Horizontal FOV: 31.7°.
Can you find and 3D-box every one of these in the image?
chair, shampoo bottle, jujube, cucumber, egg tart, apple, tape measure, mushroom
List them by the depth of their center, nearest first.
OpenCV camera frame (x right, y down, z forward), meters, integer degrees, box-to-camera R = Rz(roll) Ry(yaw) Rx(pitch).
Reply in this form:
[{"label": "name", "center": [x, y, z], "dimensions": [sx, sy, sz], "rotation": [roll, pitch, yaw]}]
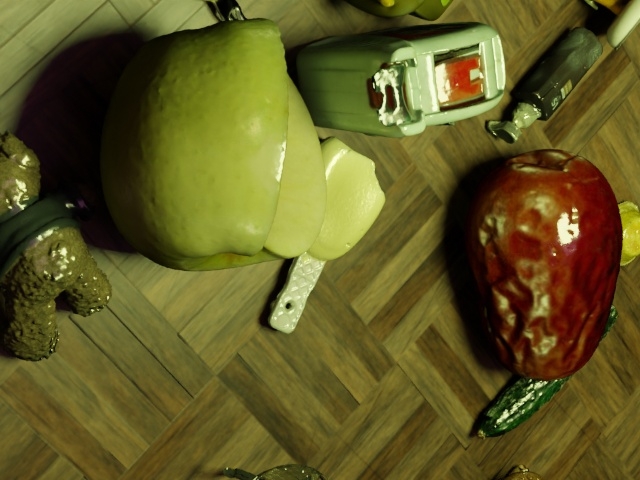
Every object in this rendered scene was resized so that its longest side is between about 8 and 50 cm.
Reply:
[{"label": "apple", "center": [-0.126, -0.099, 1.244], "dimensions": [0.233, 0.295, 0.258], "rotation": [-9, 85, 7]}, {"label": "tape measure", "center": [0.104, -0.192, 1.372], "dimensions": [0.246, 0.243, 0.125], "rotation": [-14, 107, -29]}, {"label": "chair", "center": [-0.053, 0.380, 1.475], "dimensions": [0.213, 0.149, 0.174], "rotation": [40, 69, -74]}, {"label": "jujube", "center": [0.311, 0.035, 1.576], "dimensions": [0.223, 0.223, 0.318], "rotation": [-16, 114, -29]}, {"label": "shampoo bottle", "center": [0.322, -0.219, 1.615], "dimensions": [0.208, 0.063, 0.057], "rotation": [-47, 129, -18]}, {"label": "mushroom", "center": [0.302, 0.399, 1.696], "dimensions": [0.109, 0.085, 0.126], "rotation": [-51, 131, -16]}, {"label": "cucumber", "center": [0.340, 0.201, 1.698], "dimensions": [0.293, 0.067, 0.067], "rotation": [-44, 118, -17]}, {"label": "egg tart", "center": [0.479, -0.008, 1.761], "dimensions": [0.105, 0.039, 0.105], "rotation": [-7, 102, -33]}]

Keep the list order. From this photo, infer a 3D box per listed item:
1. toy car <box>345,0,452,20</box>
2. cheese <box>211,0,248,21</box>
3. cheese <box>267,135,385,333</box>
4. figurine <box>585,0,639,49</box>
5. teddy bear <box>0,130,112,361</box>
[{"label": "toy car", "center": [0.120, -0.379, 1.408], "dimensions": [0.248, 0.204, 0.198], "rotation": [-54, 144, -11]}, {"label": "cheese", "center": [-0.125, -0.306, 1.334], "dimensions": [0.086, 0.036, 0.162], "rotation": [-42, 118, -22]}, {"label": "cheese", "center": [0.000, 0.000, 1.460], "dimensions": [0.127, 0.050, 0.255], "rotation": [26, 87, -34]}, {"label": "figurine", "center": [0.438, -0.402, 1.644], "dimensions": [0.141, 0.166, 0.250], "rotation": [36, 48, 4]}, {"label": "teddy bear", "center": [-0.309, 0.008, 1.221], "dimensions": [0.182, 0.129, 0.251], "rotation": [-36, 116, -24]}]
